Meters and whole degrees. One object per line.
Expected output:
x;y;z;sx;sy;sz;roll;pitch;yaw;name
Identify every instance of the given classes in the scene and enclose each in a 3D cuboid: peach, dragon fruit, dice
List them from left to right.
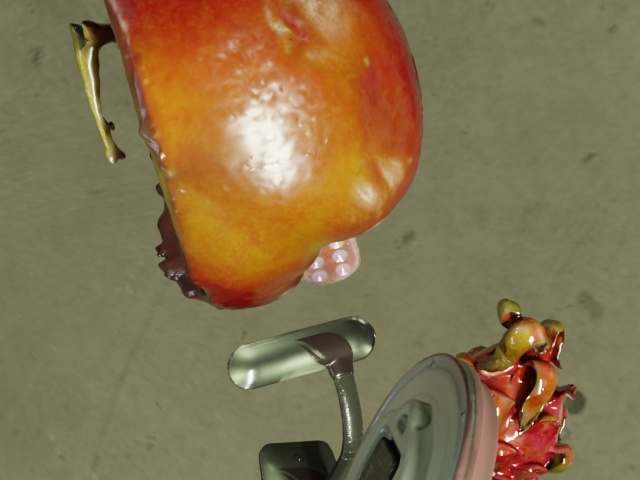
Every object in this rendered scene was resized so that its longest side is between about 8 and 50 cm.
-0.063;-0.146;1.273;0.310;0.335;0.405;-18;91;-13;peach
0.000;0.000;1.728;0.094;0.091;0.093;-18;129;-3;dice
0.289;0.254;1.937;0.228;0.307;0.243;4;62;-12;dragon fruit

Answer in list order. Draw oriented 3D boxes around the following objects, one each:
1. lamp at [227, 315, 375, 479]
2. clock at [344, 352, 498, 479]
-0.037;0.247;1.639;0.203;0.124;0.283;-2;130;-21;lamp
0.064;0.207;1.043;0.056;0.244;0.244;27;84;-13;clock
